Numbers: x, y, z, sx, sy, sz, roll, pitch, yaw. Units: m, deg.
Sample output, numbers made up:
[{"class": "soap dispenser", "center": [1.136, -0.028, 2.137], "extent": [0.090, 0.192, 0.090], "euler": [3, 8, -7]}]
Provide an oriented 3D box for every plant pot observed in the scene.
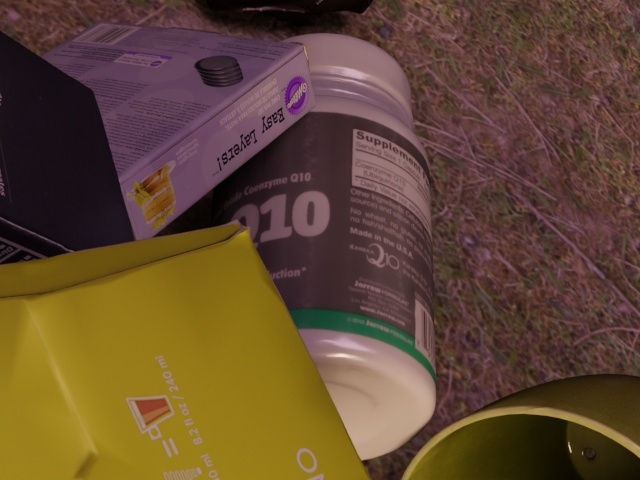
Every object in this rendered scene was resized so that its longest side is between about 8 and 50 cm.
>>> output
[{"class": "plant pot", "center": [0.248, 0.230, 1.164], "extent": [0.275, 0.275, 0.293], "euler": [51, 30, 7]}]

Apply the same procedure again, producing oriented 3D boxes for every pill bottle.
[{"class": "pill bottle", "center": [0.000, 0.000, 1.175], "extent": [0.204, 0.204, 0.361], "euler": [19, 50, -22]}]

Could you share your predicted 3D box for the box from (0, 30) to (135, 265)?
[{"class": "box", "center": [-0.326, -0.018, 0.833], "extent": [0.294, 0.296, 0.183], "euler": [35, 33, -59]}]

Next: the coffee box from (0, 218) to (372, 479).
[{"class": "coffee box", "center": [-0.178, 0.227, 0.760], "extent": [0.338, 0.334, 0.338], "euler": [-11, 69, -49]}]

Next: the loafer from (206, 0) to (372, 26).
[{"class": "loafer", "center": [-0.028, -0.269, 1.433], "extent": [0.220, 0.078, 0.080], "euler": [-8, 38, -20]}]

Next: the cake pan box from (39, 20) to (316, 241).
[{"class": "cake pan box", "center": [-0.179, -0.103, 1.108], "extent": [0.266, 0.070, 0.246], "euler": [12, 37, 33]}]
